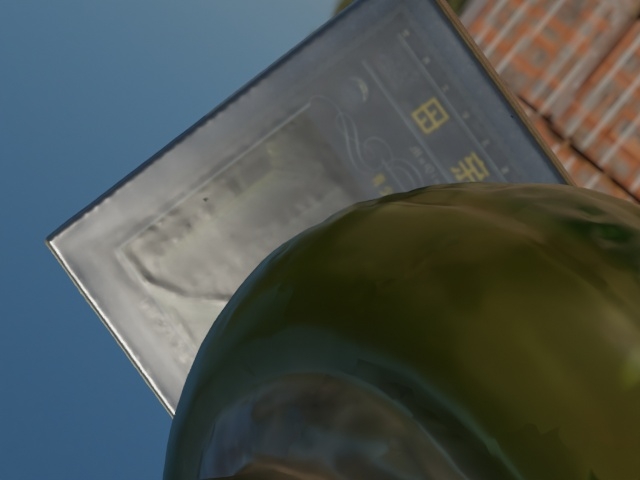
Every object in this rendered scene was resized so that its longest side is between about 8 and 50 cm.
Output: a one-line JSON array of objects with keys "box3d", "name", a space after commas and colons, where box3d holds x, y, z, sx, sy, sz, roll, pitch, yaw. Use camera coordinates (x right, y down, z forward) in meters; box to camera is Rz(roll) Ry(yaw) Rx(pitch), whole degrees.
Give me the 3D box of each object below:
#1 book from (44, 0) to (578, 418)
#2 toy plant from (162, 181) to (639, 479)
[{"box3d": [0.000, 0.000, 0.892, 0.191, 0.269, 0.025, 54, -163, -2], "name": "book"}, {"box3d": [-0.029, 0.099, 0.322, 0.316, 0.184, 0.224, -16, -160, -41], "name": "toy plant"}]
